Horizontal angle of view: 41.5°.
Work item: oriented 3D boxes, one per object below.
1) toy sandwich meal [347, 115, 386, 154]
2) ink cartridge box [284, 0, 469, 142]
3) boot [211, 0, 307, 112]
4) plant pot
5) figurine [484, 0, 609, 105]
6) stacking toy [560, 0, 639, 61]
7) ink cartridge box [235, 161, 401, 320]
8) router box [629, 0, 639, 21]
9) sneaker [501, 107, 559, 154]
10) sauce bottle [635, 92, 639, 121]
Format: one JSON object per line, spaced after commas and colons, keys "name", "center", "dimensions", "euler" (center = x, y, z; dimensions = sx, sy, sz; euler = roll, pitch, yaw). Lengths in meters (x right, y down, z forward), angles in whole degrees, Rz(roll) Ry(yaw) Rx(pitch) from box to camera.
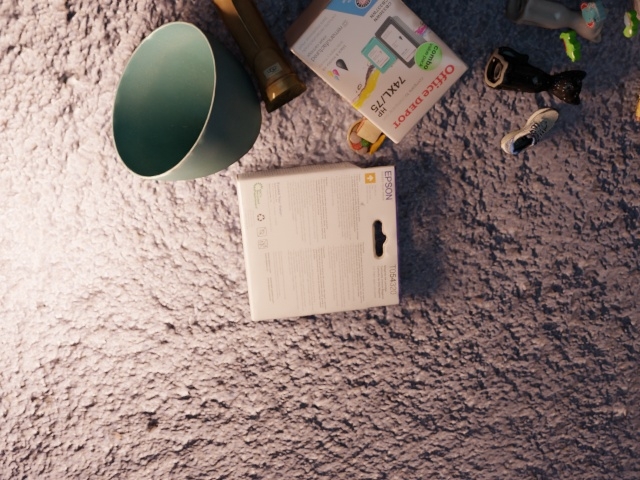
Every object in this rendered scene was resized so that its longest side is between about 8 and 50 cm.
{"name": "toy sandwich meal", "center": [0.096, -0.214, 1.732], "dimensions": [0.086, 0.029, 0.085], "euler": [-2, 112, -5]}
{"name": "ink cartridge box", "center": [0.100, -0.358, 1.583], "dimensions": [0.270, 0.197, 0.198], "euler": [38, 104, -19]}
{"name": "boot", "center": [-0.126, -0.384, 1.580], "dimensions": [0.089, 0.236, 0.269], "euler": [-30, 92, -5]}
{"name": "plant pot", "center": [-0.224, -0.239, 1.585], "dimensions": [0.195, 0.290, 0.290], "euler": [13, 115, -48]}
{"name": "figurine", "center": [0.460, -0.386, 1.677], "dimensions": [0.210, 0.092, 0.214], "euler": [10, 110, -18]}
{"name": "stacking toy", "center": [0.503, -0.467, 1.604], "dimensions": [0.167, 0.052, 0.221], "euler": [-23, 97, -18]}
{"name": "ink cartridge box", "center": [0.000, 0.000, 1.791], "dimensions": [0.330, 0.071, 0.323], "euler": [-6, 112, -6]}
{"name": "router box", "center": [0.716, -0.625, 1.597], "dimensions": [0.301, 0.082, 0.335], "euler": [-21, 112, 3]}
{"name": "sneaker", "center": [0.442, -0.221, 1.748], "dimensions": [0.135, 0.058, 0.052], "euler": [-39, 110, 10]}
{"name": "sauce bottle", "center": [0.683, -0.309, 1.746], "dimensions": [0.042, 0.042, 0.128], "euler": [2, 110, -6]}
